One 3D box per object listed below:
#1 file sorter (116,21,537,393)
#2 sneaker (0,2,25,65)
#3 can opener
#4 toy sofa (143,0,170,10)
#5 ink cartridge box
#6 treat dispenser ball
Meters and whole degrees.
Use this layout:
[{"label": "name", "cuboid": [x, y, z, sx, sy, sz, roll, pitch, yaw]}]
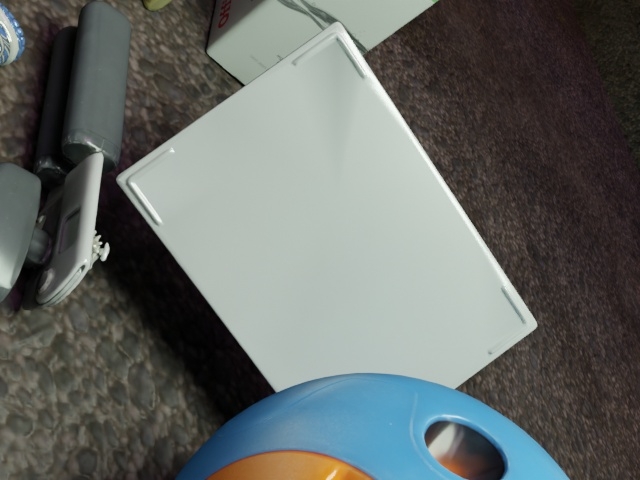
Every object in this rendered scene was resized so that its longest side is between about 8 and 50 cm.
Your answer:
[{"label": "file sorter", "cuboid": [0.000, 0.000, 0.719, 0.278, 0.193, 0.173, 55, -3, -12]}, {"label": "sneaker", "cuboid": [-0.273, -0.176, 0.622, 0.135, 0.052, 0.058, 49, 38, -20]}, {"label": "can opener", "cuboid": [-0.190, -0.074, 0.640, 0.093, 0.074, 0.280, 35, 40, -36]}, {"label": "toy sofa", "cuboid": [-0.232, -0.339, 0.714, 0.362, 0.150, 0.177, 5, 64, -54]}, {"label": "ink cartridge box", "cuboid": [0.023, -0.301, 0.926, 0.121, 0.289, 0.211, 36, 39, -32]}, {"label": "treat dispenser ball", "cuboid": [0.030, 0.225, 0.521, 0.288, 0.288, 0.288, 35, 40, -36]}]
